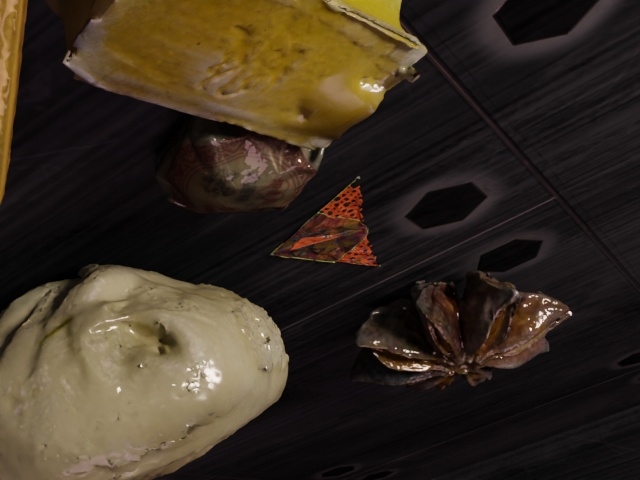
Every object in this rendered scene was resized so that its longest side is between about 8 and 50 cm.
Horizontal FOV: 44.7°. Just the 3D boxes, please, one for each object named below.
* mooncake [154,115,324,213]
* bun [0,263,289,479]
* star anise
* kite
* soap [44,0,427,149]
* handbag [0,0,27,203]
[{"bbox_3d":[-0.069,-0.066,0.674,0.130,0.073,0.125,5,148,-29],"label":"mooncake"},{"bbox_3d":[-0.218,0.155,0.852,0.362,0.234,0.326,-18,163,-29],"label":"bun"},{"bbox_3d":[0.191,0.135,1.119,0.332,0.117,0.331,-4,147,-3],"label":"star anise"},{"bbox_3d":[0.000,0.001,0.898,0.125,0.008,0.222,-14,152,4],"label":"kite"},{"bbox_3d":[-0.051,-0.145,0.535,0.233,0.076,0.135,14,140,-40],"label":"soap"},{"bbox_3d":[-0.357,-0.130,0.372,0.401,0.133,0.283,2,143,-28],"label":"handbag"}]
